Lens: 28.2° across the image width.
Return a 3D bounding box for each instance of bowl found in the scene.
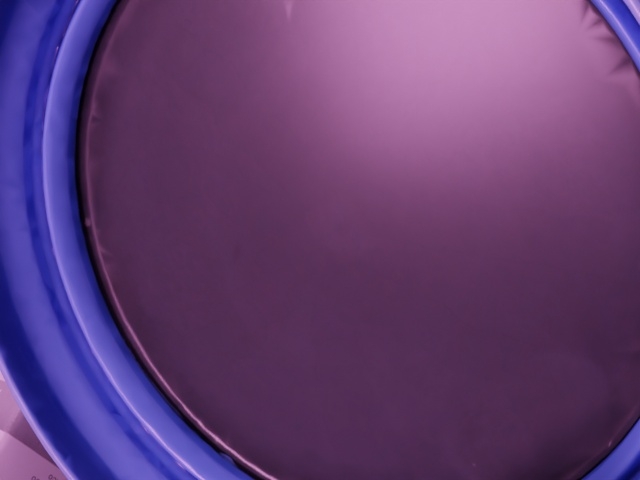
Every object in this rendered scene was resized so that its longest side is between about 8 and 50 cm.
[{"bbox_3d":[0.000,0.000,0.594,0.391,0.077,0.391,10,112,26],"label":"bowl"}]

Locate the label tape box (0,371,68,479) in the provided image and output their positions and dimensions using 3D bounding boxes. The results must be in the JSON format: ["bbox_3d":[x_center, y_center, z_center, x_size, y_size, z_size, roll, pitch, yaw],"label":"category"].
[{"bbox_3d":[-0.276,0.185,0.785,0.249,0.115,0.347,9,59,41],"label":"label tape box"}]

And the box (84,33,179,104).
[{"bbox_3d":[-0.108,-0.202,0.786,0.154,0.142,0.300,-24,67,35],"label":"box"}]
